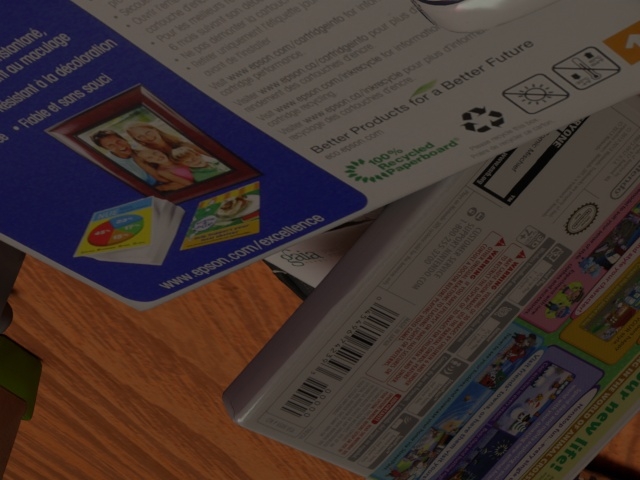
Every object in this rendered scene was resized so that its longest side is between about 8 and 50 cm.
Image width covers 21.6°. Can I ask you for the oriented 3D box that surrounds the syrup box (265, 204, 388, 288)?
[{"bbox_3d":[0.077,0.000,0.810,0.093,0.096,0.237,-11,148,42],"label":"syrup box"}]

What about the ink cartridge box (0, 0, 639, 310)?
[{"bbox_3d":[-0.073,-0.097,0.585,0.303,0.072,0.307,-22,139,38],"label":"ink cartridge box"}]

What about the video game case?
[{"bbox_3d":[0.091,0.029,0.735,0.193,0.212,0.023,28,-160,-39],"label":"video game case"}]

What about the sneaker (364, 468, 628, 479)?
[{"bbox_3d":[0.182,0.223,1.369,0.296,0.112,0.131,14,161,-2],"label":"sneaker"}]

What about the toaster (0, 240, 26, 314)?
[{"bbox_3d":[-0.209,-0.047,0.781,0.186,0.168,0.110,13,165,5],"label":"toaster"}]

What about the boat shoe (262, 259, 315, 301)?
[{"bbox_3d":[0.000,0.000,0.906,0.076,0.080,0.228,9,161,34],"label":"boat shoe"}]

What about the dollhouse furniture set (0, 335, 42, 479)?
[{"bbox_3d":[-0.432,0.134,1.483,0.301,0.151,0.197,6,160,23],"label":"dollhouse furniture set"}]

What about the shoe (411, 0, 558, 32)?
[{"bbox_3d":[0.085,-0.124,0.439,0.178,0.063,0.081,-25,134,20],"label":"shoe"}]

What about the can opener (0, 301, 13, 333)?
[{"bbox_3d":[-0.353,0.013,1.236,0.280,0.074,0.093,31,-171,-38],"label":"can opener"}]
